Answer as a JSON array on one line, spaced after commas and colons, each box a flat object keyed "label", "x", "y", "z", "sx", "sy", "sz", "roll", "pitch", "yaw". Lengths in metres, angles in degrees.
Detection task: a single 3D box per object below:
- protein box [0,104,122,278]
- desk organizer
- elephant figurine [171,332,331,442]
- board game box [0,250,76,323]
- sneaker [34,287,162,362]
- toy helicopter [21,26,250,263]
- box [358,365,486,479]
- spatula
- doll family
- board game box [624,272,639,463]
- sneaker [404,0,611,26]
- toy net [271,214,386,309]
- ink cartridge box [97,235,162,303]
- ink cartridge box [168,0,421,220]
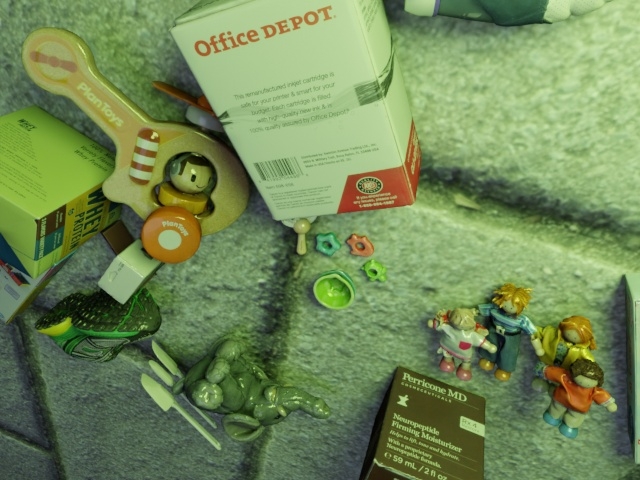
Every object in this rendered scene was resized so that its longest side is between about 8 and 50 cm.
[{"label": "protein box", "x": -0.463, "y": -0.085, "z": 0.760, "sx": 0.200, "sy": 0.201, "sz": 0.136, "roll": 32, "pitch": 127, "yaw": 0}, {"label": "desk organizer", "x": -0.375, "y": 0.031, "z": 0.894, "sx": 0.047, "sy": 0.050, "sz": 0.130, "roll": -13, "pitch": 115, "yaw": 28}, {"label": "elephant figurine", "x": -0.137, "y": 0.312, "z": 0.921, "sx": 0.239, "sy": 0.169, "sz": 0.186, "roll": 41, "pitch": 167, "yaw": -19}, {"label": "board game box", "x": -0.691, "y": 0.022, "z": 1.003, "sx": 0.316, "sy": 0.064, "sz": 0.242, "roll": -34, "pitch": 105, "yaw": 34}, {"label": "sneaker", "x": -0.440, "y": 0.179, "z": 0.983, "sx": 0.344, "sy": 0.134, "sz": 0.146, "roll": -10, "pitch": 124, "yaw": 36}, {"label": "toy helicopter", "x": -0.240, "y": -0.155, "z": 0.664, "sx": 0.235, "sy": 0.140, "sz": 0.355, "roll": -39, "pitch": 115, "yaw": 12}, {"label": "box", "x": 0.169, "y": 0.365, "z": 0.800, "sx": 0.168, "sy": 0.203, "sz": 0.167, "roll": 18, "pitch": 125, "yaw": 9}, {"label": "spatula", "x": -0.291, "y": 0.337, "z": 1.002, "sx": 0.019, "sy": 0.168, "sz": 0.242, "roll": -35, "pitch": 111, "yaw": -3}, {"label": "doll family", "x": 0.297, "y": 0.148, "z": 0.688, "sx": 0.263, "sy": 0.118, "sz": 0.163, "roll": 22, "pitch": 135, "yaw": 29}, {"label": "board game box", "x": 0.583, "y": 0.176, "z": 0.604, "sx": 0.319, "sy": 0.066, "sz": 0.318, "roll": -6, "pitch": 119, "yaw": 25}, {"label": "sneaker", "x": 0.197, "y": -0.355, "z": 0.392, "sx": 0.236, "sy": 0.130, "sz": 0.322, "roll": 4, "pitch": 118, "yaw": 8}, {"label": "toy net", "x": 0.000, "y": 0.000, "z": 0.732, "sx": 0.122, "sy": 0.045, "sz": 0.232, "roll": -27, "pitch": 108, "yaw": 33}, {"label": "ink cartridge box", "x": -0.305, "y": 0.033, "z": 0.815, "sx": 0.056, "sy": 0.135, "sz": 0.099, "roll": 42, "pitch": 126, "yaw": -9}, {"label": "ink cartridge box", "x": -0.010, "y": -0.166, "z": 0.549, "sx": 0.197, "sy": 0.114, "sz": 0.273, "roll": -5, "pitch": 134, "yaw": 24}]
